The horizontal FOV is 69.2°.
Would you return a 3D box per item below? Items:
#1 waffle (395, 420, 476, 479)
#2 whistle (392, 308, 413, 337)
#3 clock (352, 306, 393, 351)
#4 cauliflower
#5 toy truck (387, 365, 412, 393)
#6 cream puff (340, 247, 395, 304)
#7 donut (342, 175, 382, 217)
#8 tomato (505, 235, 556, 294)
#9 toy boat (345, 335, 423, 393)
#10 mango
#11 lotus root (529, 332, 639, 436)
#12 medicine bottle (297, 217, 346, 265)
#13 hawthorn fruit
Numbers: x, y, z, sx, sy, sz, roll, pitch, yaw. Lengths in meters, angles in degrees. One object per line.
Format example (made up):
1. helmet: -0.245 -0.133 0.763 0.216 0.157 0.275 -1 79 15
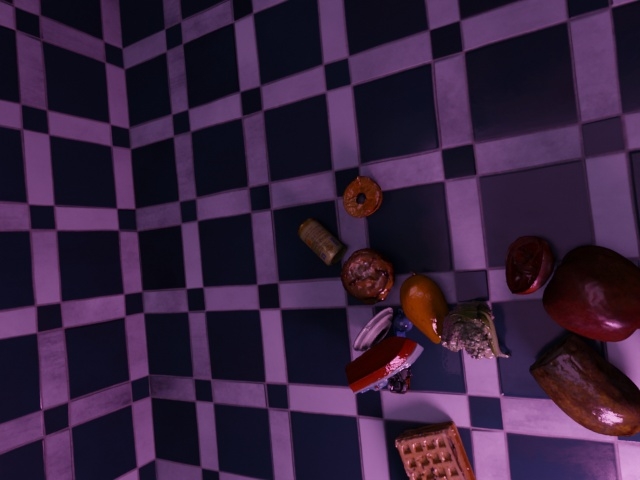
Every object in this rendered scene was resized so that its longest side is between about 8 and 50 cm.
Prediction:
1. waffle: 0.479 0.946 1.868 0.261 0.114 0.376 -24 79 27
2. whistle: 0.351 0.364 1.949 0.090 0.090 0.158 -14 86 29
3. clock: 0.232 0.382 1.926 0.053 0.236 0.236 42 110 29
4. cauliflower: 0.595 0.366 1.751 0.239 0.256 0.315 -45 99 3
5. toy truck: 0.337 0.544 1.958 0.083 0.092 0.192 -4 81 29
6. cream puff: 0.210 0.153 1.983 0.240 0.164 0.240 -9 72 27
7. donut: 0.191 -0.189 2.037 0.174 0.075 0.190 42 114 21
8. tomato: 0.761 0.094 1.666 0.101 0.228 0.228 16 101 -10
9. toy boat: 0.266 0.505 1.880 0.332 0.133 0.145 -36 29 14
10. mango: 0.425 0.269 1.884 0.176 0.119 0.317 -27 90 10
11. lotus root: 0.901 0.495 1.556 0.346 0.250 0.250 42 110 16
12. medicine bottle: 0.000 0.000 2.123 0.239 0.124 0.124 44 111 23
13. hawthorn fruit: 0.906 0.175 1.506 0.325 0.308 0.308 5 93 53
